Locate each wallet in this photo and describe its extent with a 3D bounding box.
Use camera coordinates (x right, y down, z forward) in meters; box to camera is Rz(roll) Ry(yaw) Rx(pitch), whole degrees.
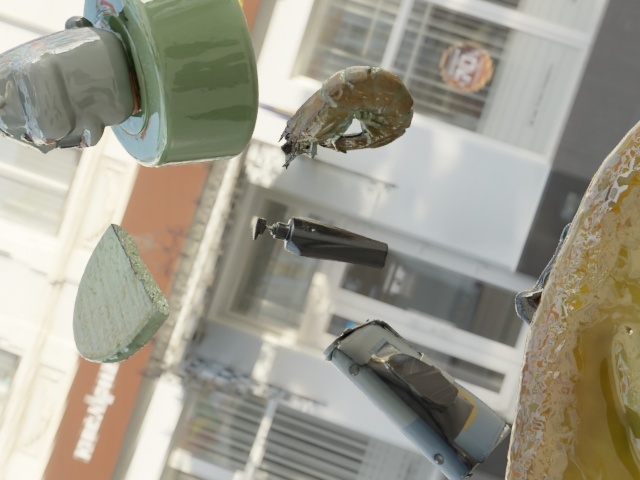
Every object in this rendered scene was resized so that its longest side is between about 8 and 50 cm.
[{"bbox_3d":[0.119,0.181,1.440,0.069,0.231,0.170,-52,-12,23],"label":"wallet"}]

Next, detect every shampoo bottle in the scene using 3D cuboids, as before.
[{"bbox_3d":[0.000,0.000,1.194,0.048,0.137,0.027,-87,14,-45],"label":"shampoo bottle"}]

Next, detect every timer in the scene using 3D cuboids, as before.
[{"bbox_3d":[-0.277,-0.204,1.500,0.315,0.291,0.291,-20,-36,-27],"label":"timer"}]

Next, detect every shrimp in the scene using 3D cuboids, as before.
[{"bbox_3d":[0.021,-0.120,1.211,0.180,0.099,0.041,-32,38,40],"label":"shrimp"}]

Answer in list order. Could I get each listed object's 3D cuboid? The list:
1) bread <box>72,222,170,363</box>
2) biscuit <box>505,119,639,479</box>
[{"bbox_3d":[-0.210,0.071,1.210,0.112,0.036,0.193,-54,34,9],"label":"bread"},{"bbox_3d":[0.163,0.038,0.372,0.041,0.203,0.260,84,-159,-78],"label":"biscuit"}]
